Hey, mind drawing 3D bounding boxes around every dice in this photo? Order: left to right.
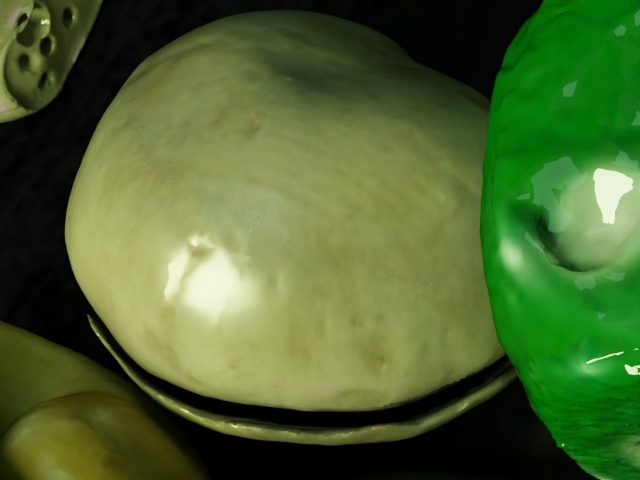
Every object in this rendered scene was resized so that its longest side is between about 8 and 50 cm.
[{"bbox_3d":[0.119,-0.004,0.521,0.120,0.131,0.128,-7,66,28],"label":"dice"}]

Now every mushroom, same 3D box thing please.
[{"bbox_3d":[0.000,0.000,0.590,0.154,0.122,0.154,-1,32,1],"label":"mushroom"}]

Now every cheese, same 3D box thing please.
[{"bbox_3d":[-0.170,-0.101,0.777,0.192,0.037,0.097,13,73,33],"label":"cheese"}]

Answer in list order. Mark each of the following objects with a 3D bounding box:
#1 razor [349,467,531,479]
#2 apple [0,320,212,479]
[{"bbox_3d":[0.059,0.111,0.545,0.148,0.054,0.090,10,69,31],"label":"razor"},{"bbox_3d":[-0.117,0.116,0.560,0.200,0.200,0.200,-12,63,23],"label":"apple"}]
